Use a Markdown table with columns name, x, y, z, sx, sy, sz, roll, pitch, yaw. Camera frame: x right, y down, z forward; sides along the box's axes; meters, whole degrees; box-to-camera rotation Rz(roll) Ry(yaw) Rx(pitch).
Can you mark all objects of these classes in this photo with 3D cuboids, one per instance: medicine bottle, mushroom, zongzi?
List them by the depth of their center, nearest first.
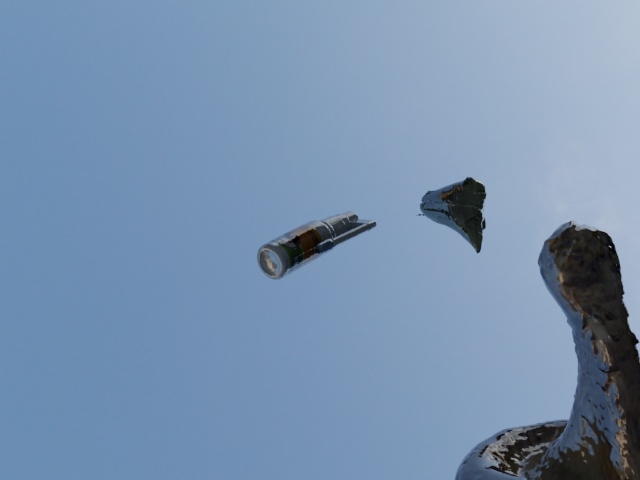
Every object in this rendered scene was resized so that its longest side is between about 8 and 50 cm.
| name | x | y | z | sx | sy | sz | roll | pitch | yaw |
| --- | --- | --- | --- | --- | --- | --- | --- | --- | --- |
| mushroom | 0.165 | 0.101 | 0.437 | 0.148 | 0.227 | 0.217 | -17 | -70 | -29 |
| medicine bottle | 0.000 | 0.000 | 1.277 | 0.221 | 0.092 | 0.061 | -28 | -64 | -47 |
| zongzi | 0.202 | -0.025 | 1.283 | 0.062 | 0.154 | 0.130 | 19 | -115 | -39 |
